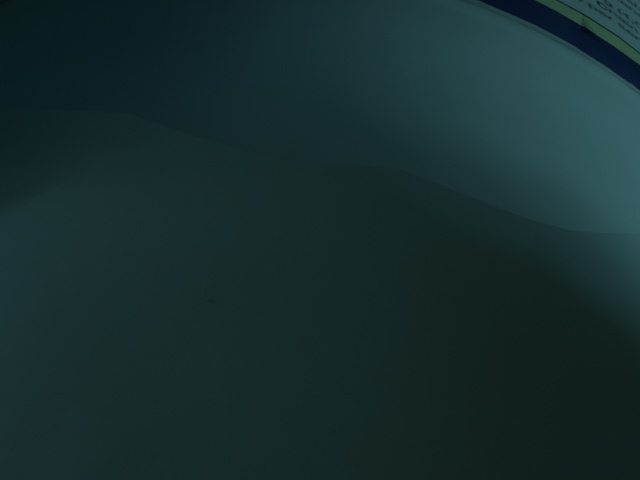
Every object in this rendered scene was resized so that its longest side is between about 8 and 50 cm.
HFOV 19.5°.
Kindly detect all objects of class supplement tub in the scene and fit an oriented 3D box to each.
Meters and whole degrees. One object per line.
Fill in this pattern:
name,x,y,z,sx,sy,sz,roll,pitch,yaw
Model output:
supplement tub,0.000,0.000,0.492,0.325,0.235,0.235,-77,171,-64
